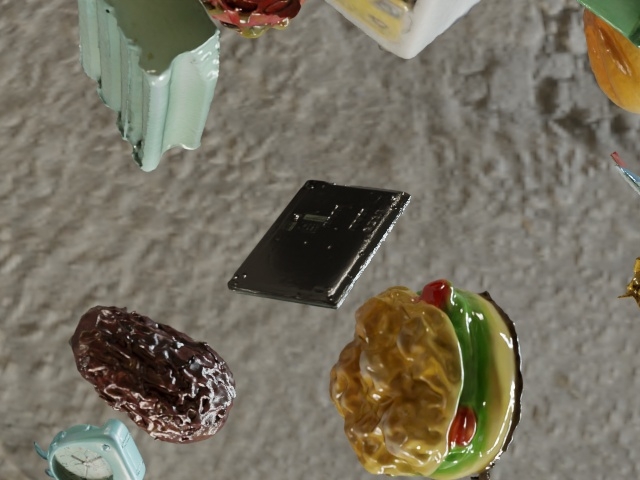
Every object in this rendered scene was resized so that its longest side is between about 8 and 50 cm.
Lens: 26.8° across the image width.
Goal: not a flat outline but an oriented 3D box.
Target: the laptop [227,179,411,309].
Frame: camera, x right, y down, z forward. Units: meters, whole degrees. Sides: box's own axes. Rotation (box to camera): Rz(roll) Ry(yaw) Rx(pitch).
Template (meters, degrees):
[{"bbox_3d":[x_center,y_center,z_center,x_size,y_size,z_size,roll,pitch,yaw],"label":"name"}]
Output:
[{"bbox_3d":[0.000,0.000,1.360,0.180,0.129,0.016,-55,141,-39],"label":"laptop"}]

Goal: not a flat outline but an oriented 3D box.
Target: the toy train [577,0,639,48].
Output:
[{"bbox_3d":[0.263,-0.311,1.107,0.202,0.145,0.266,34,116,-7],"label":"toy train"}]

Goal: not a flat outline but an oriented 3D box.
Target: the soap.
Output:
[{"bbox_3d":[-0.127,-0.136,0.980,0.063,0.198,0.115,-29,83,-15],"label":"soap"}]

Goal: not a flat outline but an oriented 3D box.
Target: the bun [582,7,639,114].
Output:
[{"bbox_3d":[0.432,-0.319,1.753,0.164,0.299,0.299,15,84,-8],"label":"bun"}]

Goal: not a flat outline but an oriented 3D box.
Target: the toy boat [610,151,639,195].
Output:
[{"bbox_3d":[0.289,-0.010,1.096,0.034,0.149,0.105,-47,162,19],"label":"toy boat"}]

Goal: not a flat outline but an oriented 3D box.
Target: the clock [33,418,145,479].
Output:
[{"bbox_3d":[-0.312,0.288,1.766,0.045,0.147,0.108,-70,147,-54],"label":"clock"}]

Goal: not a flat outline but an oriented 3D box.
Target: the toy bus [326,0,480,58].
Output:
[{"bbox_3d":[0.127,-0.221,0.555,0.097,0.138,0.342,44,69,8],"label":"toy bus"}]

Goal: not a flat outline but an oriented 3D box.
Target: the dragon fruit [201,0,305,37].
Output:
[{"bbox_3d":[-0.096,-0.301,1.447,0.133,0.207,0.150,-41,142,-24],"label":"dragon fruit"}]

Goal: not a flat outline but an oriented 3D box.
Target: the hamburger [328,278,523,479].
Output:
[{"bbox_3d":[0.101,0.152,1.473,0.149,0.237,0.237,6,88,-28],"label":"hamburger"}]

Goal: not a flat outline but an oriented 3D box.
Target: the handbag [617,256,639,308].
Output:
[{"bbox_3d":[0.303,0.017,1.207,0.061,0.027,0.083,-21,132,-43],"label":"handbag"}]

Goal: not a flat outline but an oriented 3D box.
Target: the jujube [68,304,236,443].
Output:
[{"bbox_3d":[-0.152,0.124,1.215,0.166,0.104,0.104,27,79,-23],"label":"jujube"}]
